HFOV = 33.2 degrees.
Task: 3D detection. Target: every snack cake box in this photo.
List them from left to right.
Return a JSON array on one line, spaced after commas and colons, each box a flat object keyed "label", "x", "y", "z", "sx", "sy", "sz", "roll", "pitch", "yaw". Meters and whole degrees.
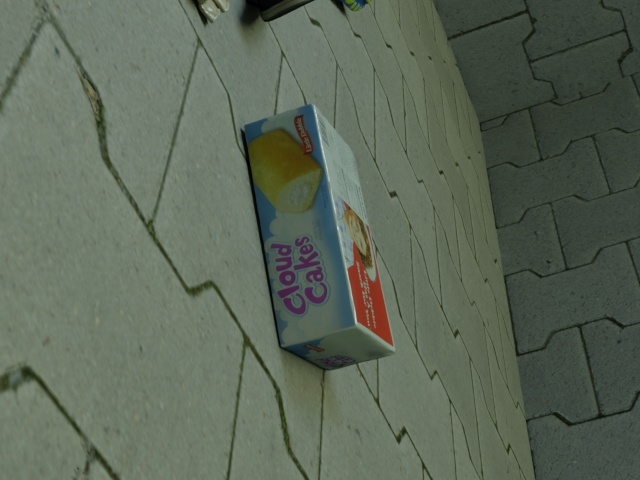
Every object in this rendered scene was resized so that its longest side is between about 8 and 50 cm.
[{"label": "snack cake box", "x": 0.000, "y": 0.000, "z": 1.206, "sx": 0.152, "sy": 0.089, "sz": 0.264, "roll": 43, "pitch": 33, "yaw": -65}]

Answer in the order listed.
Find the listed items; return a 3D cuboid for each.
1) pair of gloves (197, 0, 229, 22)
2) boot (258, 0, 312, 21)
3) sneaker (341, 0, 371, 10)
[{"label": "pair of gloves", "x": -0.138, "y": -0.371, "z": 1.213, "sx": 0.240, "sy": 0.042, "sz": 0.204, "roll": -82, "pitch": 151, "yaw": -56}, {"label": "boot", "x": -0.071, "y": -0.385, "z": 1.375, "sx": 0.236, "sy": 0.085, "sz": 0.178, "roll": -98, "pitch": 164, "yaw": -68}, {"label": "sneaker", "x": 0.035, "y": -0.472, "z": 1.921, "sx": 0.078, "sy": 0.067, "sz": 0.188, "roll": 55, "pitch": 11, "yaw": 19}]
